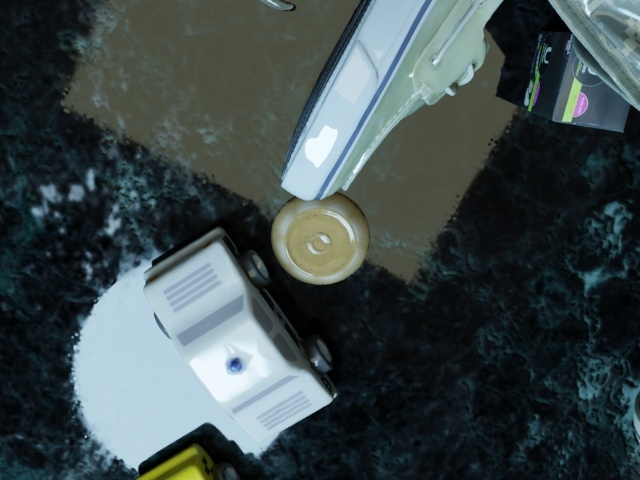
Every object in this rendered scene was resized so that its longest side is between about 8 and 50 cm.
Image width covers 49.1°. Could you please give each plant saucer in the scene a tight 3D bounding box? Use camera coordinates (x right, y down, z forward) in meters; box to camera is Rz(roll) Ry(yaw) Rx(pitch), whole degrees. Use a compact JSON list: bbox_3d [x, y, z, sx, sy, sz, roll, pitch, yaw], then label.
[{"bbox_3d":[0.000,0.000,0.582,0.083,0.015,0.083,0,107,1],"label":"plant saucer"}]

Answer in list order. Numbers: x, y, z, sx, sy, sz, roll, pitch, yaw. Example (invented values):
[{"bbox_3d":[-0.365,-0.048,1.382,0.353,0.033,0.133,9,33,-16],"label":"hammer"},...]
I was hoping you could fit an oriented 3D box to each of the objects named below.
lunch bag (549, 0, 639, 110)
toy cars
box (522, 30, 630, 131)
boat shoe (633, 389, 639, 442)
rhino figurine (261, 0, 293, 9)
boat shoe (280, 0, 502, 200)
[{"bbox_3d":[0.248,-0.209,0.404,0.235,0.169,0.287,-38,104,-17],"label":"lunch bag"},{"bbox_3d":[-0.080,0.189,0.603,0.176,0.087,0.394,7,107,-2],"label":"toy cars"},{"bbox_3d":[0.188,-0.117,0.509,0.052,0.083,0.062,8,107,-2],"label":"box"},{"bbox_3d":[0.439,0.008,0.498,0.500,0.187,0.156,-30,106,2],"label":"boat shoe"},{"bbox_3d":[-0.068,-0.273,0.469,0.106,0.073,0.243,-20,107,9],"label":"rhino figurine"},{"bbox_3d":[0.075,-0.149,0.490,0.094,0.109,0.302,29,102,-10],"label":"boat shoe"}]
